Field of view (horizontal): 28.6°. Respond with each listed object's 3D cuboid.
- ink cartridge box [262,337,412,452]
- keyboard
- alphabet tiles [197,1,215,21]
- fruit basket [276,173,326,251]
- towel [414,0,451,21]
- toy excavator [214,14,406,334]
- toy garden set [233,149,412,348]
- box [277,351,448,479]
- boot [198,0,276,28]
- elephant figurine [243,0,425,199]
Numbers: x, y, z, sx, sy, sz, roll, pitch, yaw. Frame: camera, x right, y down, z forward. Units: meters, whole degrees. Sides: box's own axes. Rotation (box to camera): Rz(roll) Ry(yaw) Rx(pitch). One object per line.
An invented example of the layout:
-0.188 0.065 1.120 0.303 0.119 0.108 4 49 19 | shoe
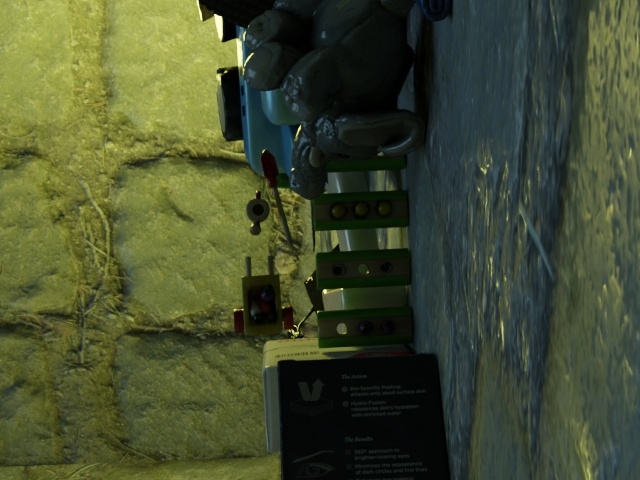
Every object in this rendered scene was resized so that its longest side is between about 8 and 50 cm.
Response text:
0.019 0.174 1.476 0.237 0.172 0.100 -131 38 -87 | ink cartridge box
0.011 0.095 1.992 0.201 0.033 0.317 -49 11 5 | keyboard
-0.054 -0.420 1.790 0.011 0.285 0.342 60 174 8 | alphabet tiles
-0.025 -0.186 2.129 0.353 0.165 0.327 -72 -18 -70 | fruit basket
0.092 -0.233 1.093 0.119 0.029 0.067 -98 6 -68 | towel
0.001 -0.140 1.613 0.445 0.222 0.433 -120 26 -67 | toy excavator
0.000 0.000 1.420 0.049 0.204 0.244 129 138 -86 | toy garden set
0.039 0.200 1.218 0.093 0.156 0.158 90 178 -60 | box
-0.052 -0.326 1.428 0.338 0.118 0.222 35 -151 -32 | boot
0.034 -0.148 1.286 0.169 0.186 0.239 -58 -39 -17 | elephant figurine
